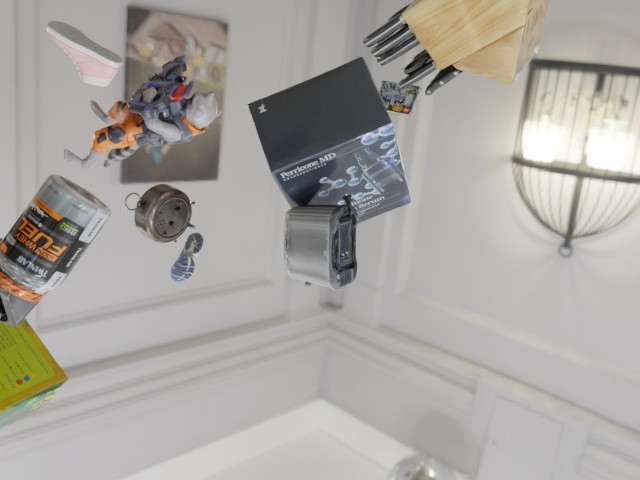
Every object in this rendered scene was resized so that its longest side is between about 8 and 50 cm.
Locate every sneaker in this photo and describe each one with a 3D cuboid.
[{"bbox_3d":[-0.319,0.039,1.659,0.052,0.135,0.058,28,-169,-11],"label":"sneaker"},{"bbox_3d":[-0.410,-0.311,1.164,0.134,0.070,0.051,30,-146,-10],"label":"sneaker"}]

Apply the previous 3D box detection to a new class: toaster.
[{"bbox_3d":[0.000,0.000,1.593,0.146,0.226,0.129,5,-168,28],"label":"toaster"},{"bbox_3d":[-0.724,0.090,1.586,0.168,0.110,0.185,15,-136,14],"label":"toaster"}]

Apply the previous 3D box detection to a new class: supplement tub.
[{"bbox_3d":[-0.441,-0.002,1.112,0.117,0.190,0.117,34,179,1],"label":"supplement tub"}]

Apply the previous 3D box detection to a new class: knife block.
[{"bbox_3d":[0.170,-0.314,0.904,0.242,0.275,0.088,24,-123,22],"label":"knife block"}]

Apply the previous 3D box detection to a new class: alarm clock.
[{"bbox_3d":[-0.363,-0.064,1.535,0.064,0.129,0.192,25,-179,38],"label":"alarm clock"}]

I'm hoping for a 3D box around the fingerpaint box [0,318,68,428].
[{"bbox_3d":[-0.912,0.272,1.661,0.445,0.163,0.371,50,-149,9],"label":"fingerpaint box"}]

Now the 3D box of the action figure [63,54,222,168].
[{"bbox_3d":[-0.377,-0.286,1.560,0.330,0.178,0.341,-8,-148,17],"label":"action figure"}]

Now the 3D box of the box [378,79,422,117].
[{"bbox_3d":[0.236,-0.436,2.104,0.137,0.094,0.027,19,178,36],"label":"box"}]

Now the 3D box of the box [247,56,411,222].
[{"bbox_3d":[0.036,-0.208,1.694,0.294,0.212,0.395,-22,153,4],"label":"box"}]
